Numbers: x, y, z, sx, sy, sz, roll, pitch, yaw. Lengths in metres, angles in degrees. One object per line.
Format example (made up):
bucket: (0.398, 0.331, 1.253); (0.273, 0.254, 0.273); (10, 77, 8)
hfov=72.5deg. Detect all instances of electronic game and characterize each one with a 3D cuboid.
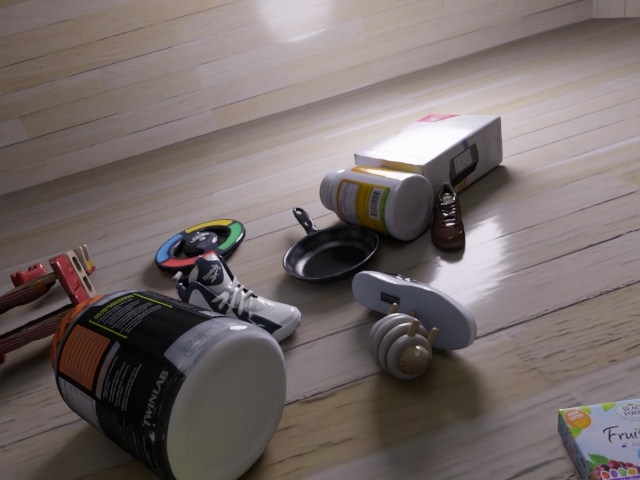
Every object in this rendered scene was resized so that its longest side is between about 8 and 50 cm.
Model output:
electronic game: (-0.296, 0.009, 1.079); (0.229, 0.048, 0.229); (-12, 28, 6)

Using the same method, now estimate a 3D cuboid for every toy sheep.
toy sheep: (0.108, 0.139, 0.598); (0.091, 0.091, 0.132); (-21, 15, -10)

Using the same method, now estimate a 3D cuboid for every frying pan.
frying pan: (-0.020, 0.015, 0.925); (0.197, 0.053, 0.326); (-33, 31, -30)

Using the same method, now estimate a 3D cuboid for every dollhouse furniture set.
dollhouse furniture set: (-0.609, 0.130, 0.960); (0.201, 0.152, 0.374); (-26, 12, -17)

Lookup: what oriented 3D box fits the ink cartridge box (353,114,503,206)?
ink cartridge box: (0.270, -0.205, 1.088); (0.306, 0.131, 0.226); (-33, 33, -26)

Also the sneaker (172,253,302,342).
sneaker: (-0.154, 0.094, 0.741); (0.234, 0.153, 0.094); (2, 33, 29)

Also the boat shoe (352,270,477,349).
boat shoe: (0.149, 0.098, 0.675); (0.076, 0.080, 0.228); (-5, 13, -39)

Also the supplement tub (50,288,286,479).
supplement tub: (-0.216, 0.174, 0.585); (0.315, 0.194, 0.193); (9, 37, 37)

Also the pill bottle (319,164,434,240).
pill bottle: (0.111, -0.092, 0.958); (0.136, 0.137, 0.245); (-32, 32, -28)

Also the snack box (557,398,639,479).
snack box: (0.323, 0.204, 0.420); (0.141, 0.037, 0.100); (-11, 27, 7)

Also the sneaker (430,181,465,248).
sneaker: (0.253, -0.054, 0.886); (0.066, 0.071, 0.188); (-7, 29, 15)
